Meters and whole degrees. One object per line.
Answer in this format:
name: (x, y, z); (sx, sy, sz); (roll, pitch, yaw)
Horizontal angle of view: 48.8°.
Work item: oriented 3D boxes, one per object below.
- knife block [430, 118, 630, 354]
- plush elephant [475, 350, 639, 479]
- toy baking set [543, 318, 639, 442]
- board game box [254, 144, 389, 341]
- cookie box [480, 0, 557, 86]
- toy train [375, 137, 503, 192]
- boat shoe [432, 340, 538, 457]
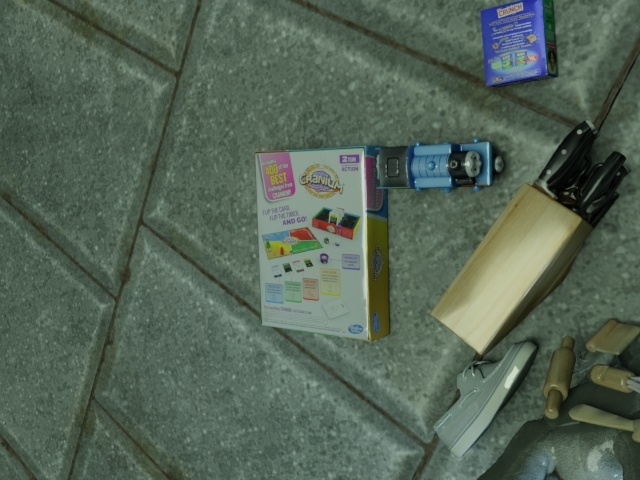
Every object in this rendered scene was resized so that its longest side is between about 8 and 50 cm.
knife block: (0.275, -0.013, 0.897); (0.088, 0.275, 0.242); (39, 147, 28)
plush elephant: (0.370, 0.311, 0.861); (0.272, 0.330, 0.255); (-22, 104, 36)
toy baking set: (0.357, 0.154, 0.834); (0.196, 0.256, 0.030); (-20, 105, 38)
board game box: (0.000, 0.000, 1.211); (0.242, 0.064, 0.317); (4, 98, 37)
cookie box: (0.276, -0.275, 0.981); (0.092, 0.040, 0.107); (-2, 95, 38)
toy train: (0.172, -0.109, 1.040); (0.184, 0.105, 0.080); (3, 97, 37)
boat shoe: (0.235, 0.225, 1.049); (0.081, 0.079, 0.227); (39, 120, 23)
